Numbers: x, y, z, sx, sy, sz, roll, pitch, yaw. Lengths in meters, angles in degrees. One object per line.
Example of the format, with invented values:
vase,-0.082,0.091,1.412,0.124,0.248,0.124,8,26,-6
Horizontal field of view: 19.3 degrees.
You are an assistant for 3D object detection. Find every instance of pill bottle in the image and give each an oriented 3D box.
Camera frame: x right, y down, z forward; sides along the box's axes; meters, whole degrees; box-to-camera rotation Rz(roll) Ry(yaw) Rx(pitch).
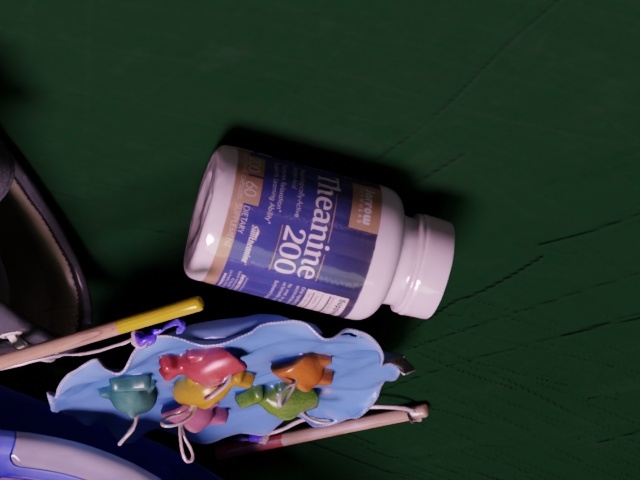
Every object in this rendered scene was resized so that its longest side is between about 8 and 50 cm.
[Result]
pill bottle,0.000,0.000,0.899,0.120,0.067,0.067,14,143,-10

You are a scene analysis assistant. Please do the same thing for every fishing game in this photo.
fishing game,-0.046,0.084,0.977,0.189,0.041,0.264,-14,158,20

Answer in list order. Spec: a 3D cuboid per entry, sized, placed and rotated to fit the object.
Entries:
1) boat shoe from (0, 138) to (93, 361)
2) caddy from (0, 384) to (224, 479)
boat shoe,-0.182,-0.031,0.859,0.091,0.114,0.302,-2,155,10
caddy,-0.158,0.183,1.017,0.341,0.241,0.179,23,113,-21
